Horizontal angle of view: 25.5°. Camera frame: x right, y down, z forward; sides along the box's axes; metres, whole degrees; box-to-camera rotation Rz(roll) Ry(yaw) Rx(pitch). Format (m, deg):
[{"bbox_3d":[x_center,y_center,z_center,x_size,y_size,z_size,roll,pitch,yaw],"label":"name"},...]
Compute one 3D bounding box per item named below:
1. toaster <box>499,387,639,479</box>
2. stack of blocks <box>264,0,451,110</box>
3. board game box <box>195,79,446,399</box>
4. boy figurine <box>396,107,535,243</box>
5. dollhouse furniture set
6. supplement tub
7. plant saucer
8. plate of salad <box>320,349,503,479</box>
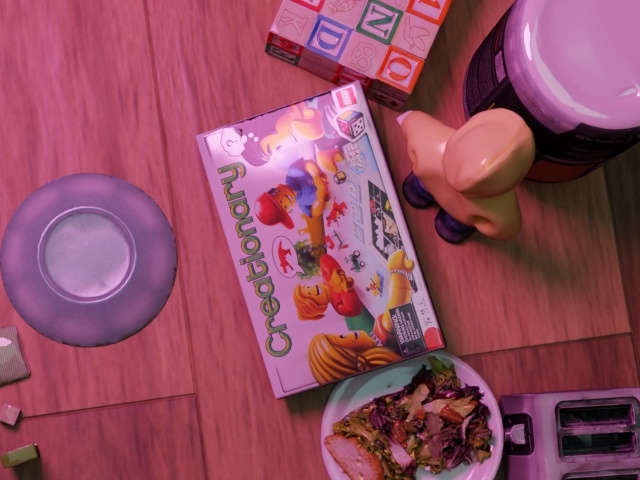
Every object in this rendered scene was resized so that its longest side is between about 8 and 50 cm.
[{"bbox_3d":[0.293,0.245,1.530,0.186,0.110,0.168,-2,83,-7],"label":"toaster"},{"bbox_3d":[0.074,-0.319,1.598,0.171,0.087,0.297,23,80,-2],"label":"stack of blocks"},{"bbox_3d":[0.000,0.000,1.541,0.193,0.053,0.305,-19,84,7],"label":"board game box"},{"bbox_3d":[0.148,-0.074,1.473,0.092,0.285,0.177,-42,85,-10],"label":"boy figurine"},{"bbox_3d":[-0.342,0.166,1.499,0.076,0.058,0.151,-18,84,-9],"label":"dollhouse furniture set"},{"bbox_3d":[0.260,-0.169,1.481,0.194,0.316,0.193,1,82,-7],"label":"supplement tub"},{"bbox_3d":[-0.254,0.018,1.541,0.195,0.037,0.195,1,82,-5],"label":"plant saucer"},{"bbox_3d":[0.098,0.211,1.531,0.200,0.048,0.199,-1,79,6],"label":"plate of salad"}]
